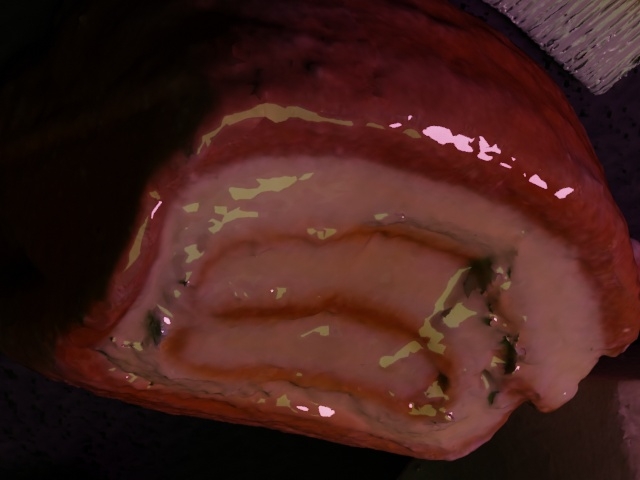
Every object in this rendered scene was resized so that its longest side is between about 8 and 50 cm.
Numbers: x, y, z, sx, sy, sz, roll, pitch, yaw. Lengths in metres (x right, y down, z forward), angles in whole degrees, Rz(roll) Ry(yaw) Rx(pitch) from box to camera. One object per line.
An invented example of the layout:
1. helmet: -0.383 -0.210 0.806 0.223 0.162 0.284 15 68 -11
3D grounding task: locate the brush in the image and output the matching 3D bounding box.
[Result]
1. brush: 0.155 -0.133 0.713 0.205 0.011 0.083 -38 131 23

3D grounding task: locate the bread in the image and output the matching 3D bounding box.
1. bread: 0.006 -0.009 0.725 0.244 0.123 0.190 10 130 -25

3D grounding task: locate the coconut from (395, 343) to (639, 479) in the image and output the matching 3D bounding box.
1. coconut: 0.136 0.151 0.838 0.241 0.241 0.241 -7 136 -7
